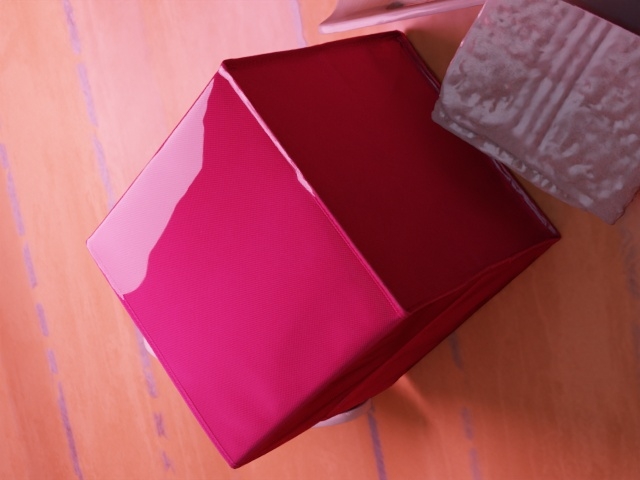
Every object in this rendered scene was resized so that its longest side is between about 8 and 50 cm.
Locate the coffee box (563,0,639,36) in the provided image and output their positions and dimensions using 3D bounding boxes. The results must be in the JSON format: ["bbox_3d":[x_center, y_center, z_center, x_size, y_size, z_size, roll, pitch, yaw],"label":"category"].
[{"bbox_3d":[0.227,-0.230,0.777,0.297,0.119,0.168,28,116,9],"label":"coffee box"}]

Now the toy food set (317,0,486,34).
[{"bbox_3d":[0.053,-0.340,0.994,0.219,0.092,0.306,-3,103,41],"label":"toy food set"}]

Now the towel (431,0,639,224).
[{"bbox_3d":[0.221,-0.165,0.901,0.187,0.049,0.282,33,119,6],"label":"towel"}]

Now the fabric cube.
[{"bbox_3d":[0.000,0.000,1.047,0.254,0.259,0.258,54,129,14],"label":"fabric cube"}]

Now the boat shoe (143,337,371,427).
[{"bbox_3d":[-0.079,0.106,1.247,0.319,0.116,0.099,20,121,41],"label":"boat shoe"}]
